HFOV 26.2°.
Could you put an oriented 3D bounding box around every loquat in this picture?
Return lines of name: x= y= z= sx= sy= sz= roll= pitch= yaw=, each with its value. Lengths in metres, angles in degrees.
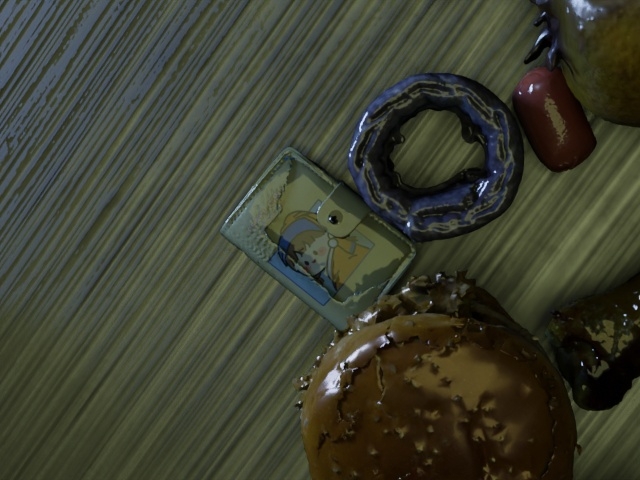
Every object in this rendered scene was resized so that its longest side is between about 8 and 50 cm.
loquat: x=0.264 y=-0.197 z=1.107 sx=0.213 sy=0.213 sz=0.213 roll=1 pitch=95 yaw=6

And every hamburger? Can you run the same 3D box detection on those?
hamburger: x=0.097 y=0.146 z=1.154 sx=0.245 sy=0.211 sz=0.260 roll=7 pitch=101 yaw=5

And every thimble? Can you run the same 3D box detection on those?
thimble: x=0.103 y=-0.073 z=1.190 sx=0.150 sy=0.098 sz=0.150 roll=1 pitch=94 yaw=7

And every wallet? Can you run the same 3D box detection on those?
wallet: x=0.000 y=0.000 z=1.237 sx=0.155 sy=0.039 sz=0.110 roll=38 pitch=99 yaw=1

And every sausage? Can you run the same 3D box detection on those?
sausage: x=0.202 y=-0.105 z=1.195 sx=0.054 sy=0.059 sz=0.094 roll=-25 pitch=93 yaw=10

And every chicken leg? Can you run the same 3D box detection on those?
chicken leg: x=0.348 y=-0.009 z=1.148 sx=0.361 sy=0.140 sz=0.211 roll=-24 pitch=101 yaw=4
